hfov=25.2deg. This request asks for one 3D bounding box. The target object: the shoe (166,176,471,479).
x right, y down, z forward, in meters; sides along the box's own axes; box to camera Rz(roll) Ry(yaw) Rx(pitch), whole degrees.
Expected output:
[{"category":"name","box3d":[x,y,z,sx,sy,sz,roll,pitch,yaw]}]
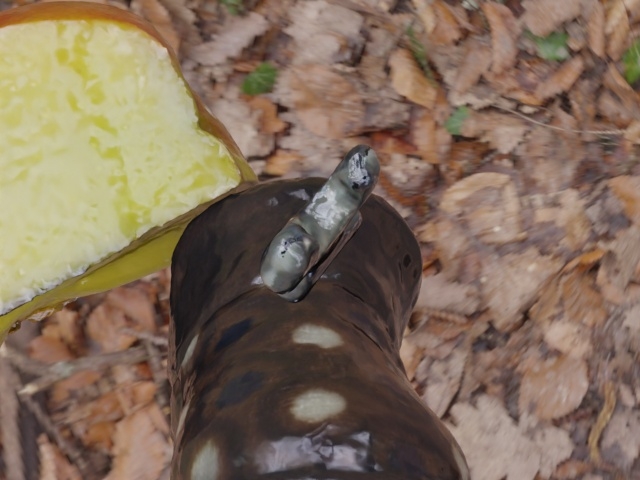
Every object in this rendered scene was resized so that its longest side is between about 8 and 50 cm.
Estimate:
[{"category":"shoe","box3d":[-0.006,0.079,0.852,0.171,0.384,0.237,2,85,-5]}]

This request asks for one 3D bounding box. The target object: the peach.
[{"category":"peach","box3d":[-0.263,-0.030,1.152,0.380,0.306,0.242,-35,89,-5]}]

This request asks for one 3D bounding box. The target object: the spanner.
[{"category":"spanner","box3d":[0.000,0.000,0.528,0.015,0.254,0.054,40,88,2]}]
